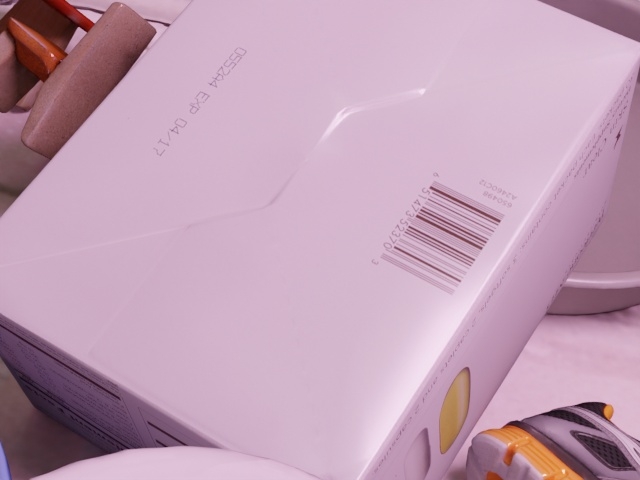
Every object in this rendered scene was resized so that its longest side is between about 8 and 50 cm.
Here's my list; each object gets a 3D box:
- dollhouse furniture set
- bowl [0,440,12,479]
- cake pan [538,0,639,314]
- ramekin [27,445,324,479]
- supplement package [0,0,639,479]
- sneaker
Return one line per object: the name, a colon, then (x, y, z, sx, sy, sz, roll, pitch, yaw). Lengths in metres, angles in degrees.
dollhouse furniture set: (-0.206, -0.175, 0.697, 0.262, 0.259, 0.135, 38, 92, 22)
bowl: (-0.321, 0.153, 0.509, 0.391, 0.077, 0.391, 5, 47, -5)
cake pan: (0.139, -0.067, 0.794, 0.293, 0.054, 0.293, 4, 47, -4)
ramekin: (-0.053, 0.202, 0.401, 0.277, 0.135, 0.277, 15, 54, -21)
supplement package: (0.000, 0.000, 0.606, 0.204, 0.145, 0.262, 28, 66, 19)
sneaker: (0.166, 0.150, 0.582, 0.083, 0.084, 0.215, -23, 54, -33)
